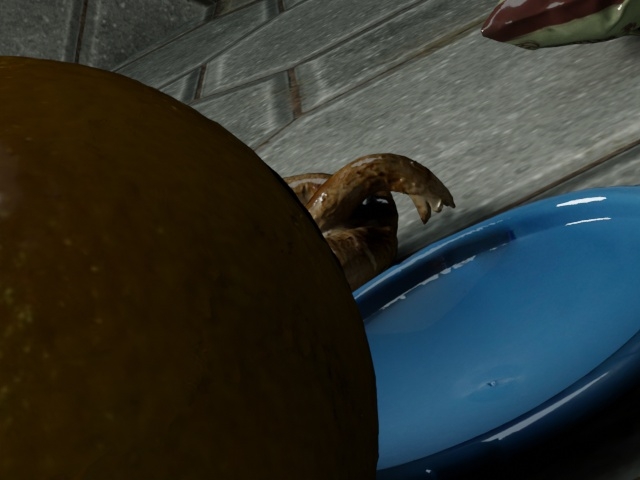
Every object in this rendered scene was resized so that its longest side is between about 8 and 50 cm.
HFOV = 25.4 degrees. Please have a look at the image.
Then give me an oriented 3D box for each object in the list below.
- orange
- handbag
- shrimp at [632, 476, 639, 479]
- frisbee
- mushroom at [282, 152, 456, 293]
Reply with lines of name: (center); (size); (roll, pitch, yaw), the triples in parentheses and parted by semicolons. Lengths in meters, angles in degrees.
orange: (-0.113, 0.066, 0.492); (0.274, 0.274, 0.274); (-26, 15, 8)
handbag: (0.241, -0.215, 1.061); (0.213, 0.127, 0.235); (-23, 14, 27)
shrimp: (0.074, 0.105, 0.462); (0.162, 0.045, 0.095); (-28, 15, 7)
frisbee: (0.071, 0.052, 0.638); (0.242, 0.045, 0.242); (-28, 16, 9)
mushroom: (0.001, 0.001, 0.868); (0.170, 0.080, 0.135); (-22, 29, 21)
